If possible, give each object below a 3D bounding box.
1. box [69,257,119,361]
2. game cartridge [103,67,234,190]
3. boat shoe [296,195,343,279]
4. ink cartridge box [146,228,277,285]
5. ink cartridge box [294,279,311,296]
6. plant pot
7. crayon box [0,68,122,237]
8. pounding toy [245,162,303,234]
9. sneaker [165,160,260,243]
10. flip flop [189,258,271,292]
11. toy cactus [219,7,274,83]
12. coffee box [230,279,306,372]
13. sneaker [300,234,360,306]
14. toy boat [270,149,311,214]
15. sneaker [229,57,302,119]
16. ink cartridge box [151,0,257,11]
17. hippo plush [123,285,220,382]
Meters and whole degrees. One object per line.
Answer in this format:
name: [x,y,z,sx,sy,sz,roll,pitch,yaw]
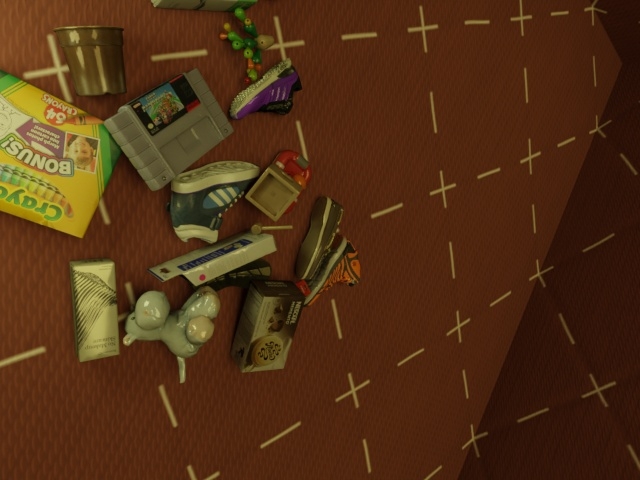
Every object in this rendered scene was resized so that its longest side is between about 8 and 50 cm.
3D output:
box: [-0.643,0.193,1.326,0.113,0.094,0.274,-7,101,-34]
game cartridge: [-0.422,-0.333,1.353,0.355,0.068,0.230,-53,128,-40]
boat shoe: [0.000,0.000,1.734,0.097,0.117,0.324,23,78,-32]
ink cartridge box: [-0.338,0.060,1.467,0.371,0.176,0.069,-22,110,-30]
ink cartridge box: [-0.097,0.194,1.689,0.062,0.115,0.029,62,23,10]
plant pot: [-0.592,-0.469,1.228,0.167,0.167,0.165,-17,115,-32]
crayon box: [-0.734,-0.217,1.190,0.363,0.106,0.312,25,82,-36]
pounding toy: [-0.152,-0.113,1.515,0.181,0.094,0.206,39,109,-9]
sneaker: [-0.333,-0.114,1.496,0.323,0.130,0.236,-25,130,-43]
flip flop: [-0.301,0.111,1.566,0.277,0.080,0.112,-11,120,-18]
toy cactus: [-0.224,-0.628,1.502,0.180,0.112,0.218,-37,115,-46]
coffee box: [-0.182,0.292,1.604,0.168,0.119,0.297,6,110,-36]
sneaker: [0.053,0.150,1.785,0.180,0.125,0.321,46,71,-30]
toy boat: [-0.105,-0.197,1.604,0.151,0.151,0.231,38,75,-32]
sneaker: [-0.165,-0.468,1.550,0.293,0.102,0.146,-47,121,-20]
ink cartridge box: [-0.349,-0.796,1.357,0.289,0.122,0.211,-16,107,-32]
hippo plush: [-0.462,0.236,1.429,0.237,0.234,0.294,23,126,-18]
